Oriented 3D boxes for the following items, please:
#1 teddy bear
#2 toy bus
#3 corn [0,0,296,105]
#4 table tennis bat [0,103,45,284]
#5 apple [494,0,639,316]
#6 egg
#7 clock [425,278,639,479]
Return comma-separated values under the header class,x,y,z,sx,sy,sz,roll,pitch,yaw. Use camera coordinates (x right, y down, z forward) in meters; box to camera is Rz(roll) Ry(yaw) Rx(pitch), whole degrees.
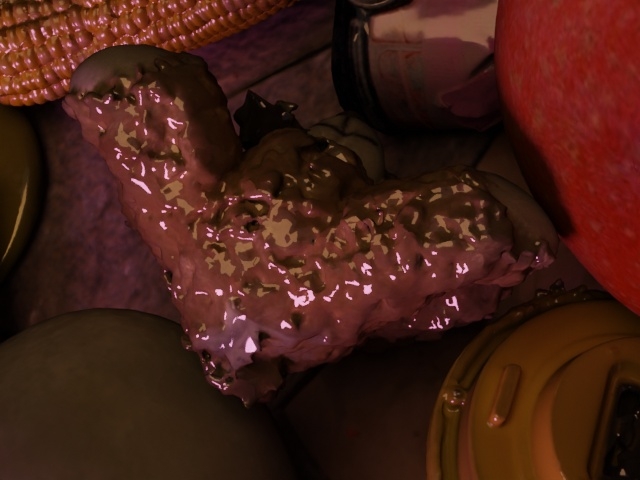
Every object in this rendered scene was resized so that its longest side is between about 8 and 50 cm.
class,x,y,z,sx,sy,sz,roll,pitch,yaw
teddy bear,0.000,0.000,0.759,0.267,0.256,0.156,22,99,14
toy bus,0.100,-0.217,0.870,0.147,0.127,0.302,3,71,19
corn,-0.122,-0.176,0.959,0.292,0.101,0.101,-19,64,15
table tennis bat,-0.380,-0.031,1.038,0.369,0.054,0.224,2,73,18
apple,0.256,-0.113,0.662,0.348,0.277,0.348,-1,74,3
egg,-0.137,0.210,0.726,0.258,0.258,0.352,13,73,26
clock,0.171,0.119,0.684,0.237,0.057,0.237,7,55,-11
